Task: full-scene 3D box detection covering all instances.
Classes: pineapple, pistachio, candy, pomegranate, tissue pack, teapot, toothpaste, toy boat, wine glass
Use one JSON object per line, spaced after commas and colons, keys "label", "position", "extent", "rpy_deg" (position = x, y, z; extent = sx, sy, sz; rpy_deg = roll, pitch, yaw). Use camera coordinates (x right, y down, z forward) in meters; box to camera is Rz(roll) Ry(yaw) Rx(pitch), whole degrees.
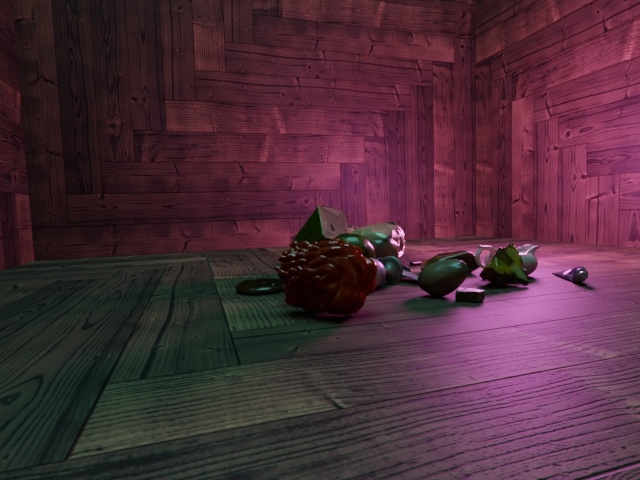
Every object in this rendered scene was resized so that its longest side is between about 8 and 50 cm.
{"label": "pineapple", "position": [0.729, 0.131, 1.604], "extent": [0.164, 0.140, 0.250], "rpy_deg": [40, 45, 14]}
{"label": "pistachio", "position": [0.427, 0.129, 1.416], "extent": [0.185, 0.126, 0.108], "rpy_deg": [-23, -31, 31]}
{"label": "candy", "position": [0.610, 0.107, 1.927], "extent": [0.271, 0.101, 0.143], "rpy_deg": [-7, 9, 12]}
{"label": "pomegranate", "position": [0.120, 0.083, 1.733], "extent": [0.211, 0.263, 0.211], "rpy_deg": [26, -27, 14]}
{"label": "tissue pack", "position": [0.000, 0.000, 1.954], "extent": [0.167, 0.200, 0.275], "rpy_deg": [11, -42, -27]}
{"label": "teapot", "position": [0.816, 0.085, 1.774], "extent": [0.299, 0.166, 0.208], "rpy_deg": [7, 14, -15]}
{"label": "toothpaste", "position": [1.024, 0.136, 1.655], "extent": [0.075, 0.048, 0.301], "rpy_deg": [-29, -10, 13]}
{"label": "toy boat", "position": [0.363, 0.135, 1.751], "extent": [0.220, 0.067, 0.291], "rpy_deg": [15, 0, -33]}
{"label": "wine glass", "position": [0.217, 0.127, 1.611], "extent": [0.126, 0.126, 0.241], "rpy_deg": [2, 3, 41]}

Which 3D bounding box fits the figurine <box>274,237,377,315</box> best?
{"label": "figurine", "position": [0.014, 0.125, 1.314], "extent": [0.306, 0.241, 0.412], "rpy_deg": [22, -13, 3]}

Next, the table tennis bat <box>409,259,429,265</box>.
{"label": "table tennis bat", "position": [0.590, 0.122, 2.240], "extent": [0.234, 0.022, 0.131], "rpy_deg": [-1, 5, -27]}

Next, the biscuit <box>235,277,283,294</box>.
{"label": "biscuit", "position": [-0.239, 0.183, 1.634], "extent": [0.212, 0.036, 0.212], "rpy_deg": [-2, 5, 0]}

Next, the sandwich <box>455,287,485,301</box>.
{"label": "sandwich", "position": [0.501, 0.179, 1.359], "extent": [0.093, 0.036, 0.105], "rpy_deg": [-1, 3, 20]}

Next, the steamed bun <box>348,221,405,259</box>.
{"label": "steamed bun", "position": [0.268, 0.035, 2.096], "extent": [0.372, 0.230, 0.325], "rpy_deg": [1, 14, 40]}
